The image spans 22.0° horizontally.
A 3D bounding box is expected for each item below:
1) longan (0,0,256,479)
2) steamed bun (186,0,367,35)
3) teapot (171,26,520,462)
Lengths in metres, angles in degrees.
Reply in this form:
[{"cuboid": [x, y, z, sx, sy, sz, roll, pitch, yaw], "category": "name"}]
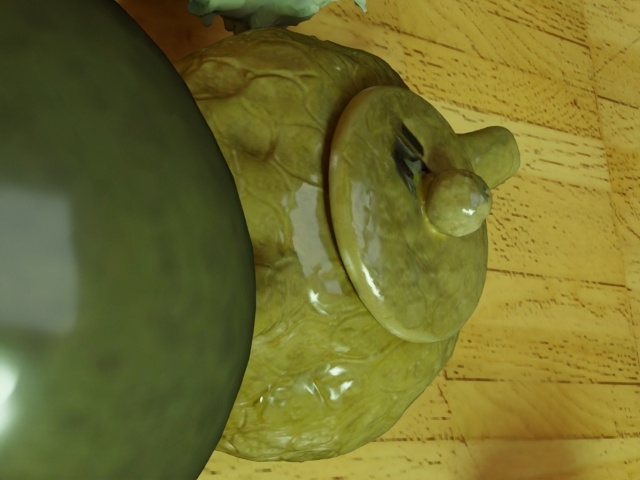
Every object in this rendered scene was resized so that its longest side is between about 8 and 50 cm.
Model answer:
[{"cuboid": [-0.143, 0.007, 0.526, 0.248, 0.248, 0.248, 23, 61, -47], "category": "longan"}, {"cuboid": [0.047, -0.247, 0.835, 0.272, 0.290, 0.273, -3, 71, -67], "category": "steamed bun"}, {"cuboid": [0.000, 0.000, 0.756, 0.311, 0.167, 0.203, -30, 103, -52], "category": "teapot"}]
